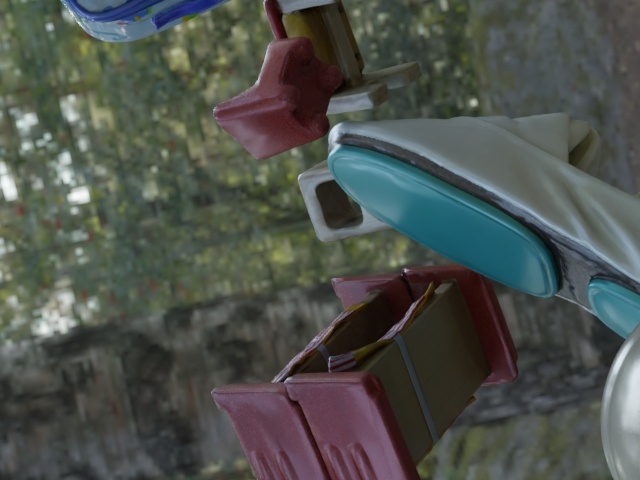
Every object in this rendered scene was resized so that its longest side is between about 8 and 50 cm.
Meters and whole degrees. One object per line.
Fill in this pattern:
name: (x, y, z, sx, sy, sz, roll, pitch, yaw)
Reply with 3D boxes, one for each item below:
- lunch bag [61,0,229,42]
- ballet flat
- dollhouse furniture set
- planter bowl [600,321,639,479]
lunch bag: (-0.086, -0.235, 0.931, 0.090, 0.219, 0.176, 71, 174, -83)
ballet flat: (0.195, -0.010, 1.021, 0.400, 0.139, 0.139, 29, 151, 23)
dollhouse furniture set: (0.000, 0.000, 1.135, 0.201, 0.152, 0.374, -38, -68, -49)
planter bowl: (0.231, 0.103, 0.763, 0.109, 0.162, 0.162, -30, -72, -83)
